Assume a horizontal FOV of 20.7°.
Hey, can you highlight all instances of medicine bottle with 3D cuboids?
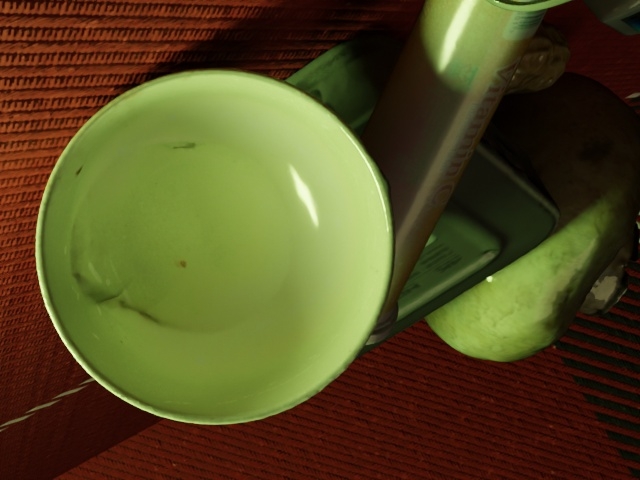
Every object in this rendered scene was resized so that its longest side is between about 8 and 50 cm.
[{"bbox_3d":[0.315,-0.266,1.727,0.121,0.083,0.229,-40,169,16],"label":"medicine bottle"},{"bbox_3d":[0.091,-0.099,1.451,0.108,0.108,0.426,-21,146,-45],"label":"medicine bottle"}]

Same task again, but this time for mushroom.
[{"bbox_3d":[0.238,-0.030,2.004,0.352,0.260,0.352,-52,-158,32],"label":"mushroom"}]

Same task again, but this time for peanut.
[{"bbox_3d":[0.193,-0.189,1.753,0.093,0.083,0.194,-35,169,30],"label":"peanut"}]

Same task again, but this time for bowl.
[{"bbox_3d":[-0.084,0.002,1.398,0.277,0.277,0.145,-30,-174,-4],"label":"bowl"}]

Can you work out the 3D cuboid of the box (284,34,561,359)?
[{"bbox_3d":[0.001,0.000,1.718,0.396,0.111,0.396,-33,149,17],"label":"box"}]

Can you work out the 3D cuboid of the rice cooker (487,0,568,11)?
[{"bbox_3d":[0.182,-0.252,1.220,0.206,0.145,0.127,-27,159,-2],"label":"rice cooker"}]
